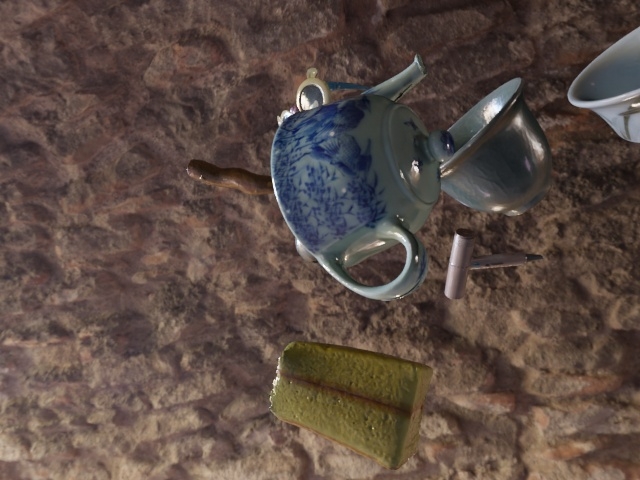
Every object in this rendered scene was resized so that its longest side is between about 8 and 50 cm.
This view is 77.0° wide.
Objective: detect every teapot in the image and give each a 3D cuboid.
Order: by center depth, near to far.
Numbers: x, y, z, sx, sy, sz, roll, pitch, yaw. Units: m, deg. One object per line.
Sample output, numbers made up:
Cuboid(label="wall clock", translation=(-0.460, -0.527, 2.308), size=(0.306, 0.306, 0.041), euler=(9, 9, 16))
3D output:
Cuboid(label="teapot", translation=(0.049, -0.059, 0.361), size=(0.159, 0.232, 0.159), euler=(4, -24, 2))

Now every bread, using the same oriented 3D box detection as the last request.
Cuboid(label="bread", translation=(0.076, 0.386, 1.033), size=(0.361, 0.233, 0.245), euler=(10, -12, 25))

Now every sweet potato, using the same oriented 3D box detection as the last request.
Cuboid(label="sweet potato", translation=(-0.196, -0.149, 1.007), size=(0.281, 0.059, 0.067), euler=(15, -3, 14))

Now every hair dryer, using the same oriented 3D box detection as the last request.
Cuboid(label="hair dryer", translation=(0.449, 0.071, 1.051), size=(0.220, 0.053, 0.195), euler=(4, -60, 6))

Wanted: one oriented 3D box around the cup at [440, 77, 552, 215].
Cuboid(label="cup", translation=(0.263, -0.114, 0.606), size=(0.150, 0.199, 0.199), euler=(43, -57, -7))

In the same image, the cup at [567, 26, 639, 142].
Cuboid(label="cup", translation=(0.664, -0.298, 0.720), size=(0.347, 0.347, 0.163), euler=(-34, -75, 28))

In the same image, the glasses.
Cuboid(label="glasses", translation=(0.037, -0.254, 0.859), size=(0.220, 0.088, 0.189), euler=(2, -21, -29))

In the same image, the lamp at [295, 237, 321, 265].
Cuboid(label="lamp", translation=(0.000, 0.000, 0.816), size=(0.105, 0.105, 0.105), euler=(1, -48, 1))
